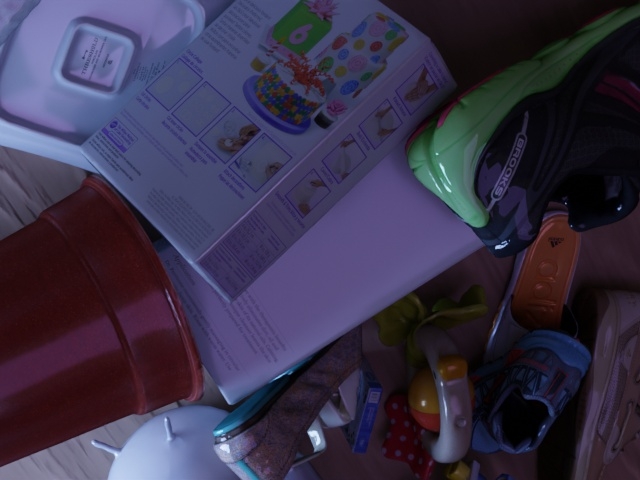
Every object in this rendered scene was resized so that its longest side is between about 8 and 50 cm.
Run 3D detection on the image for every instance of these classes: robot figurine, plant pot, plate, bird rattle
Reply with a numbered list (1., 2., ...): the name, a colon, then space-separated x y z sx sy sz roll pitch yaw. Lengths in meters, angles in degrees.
1. robot figurine: -0.116 0.335 1.946 0.300 0.199 0.353 -29 119 24
2. plant pot: -0.303 0.108 1.726 0.265 0.272 0.272 -27 118 -18
3. plate: -0.244 -0.203 1.766 0.278 0.045 0.277 17 108 -21
4. bird rattle: 0.127 0.182 1.944 0.143 0.207 0.253 1 109 -13

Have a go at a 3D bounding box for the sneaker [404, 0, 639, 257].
1. sneaker: 0.289 -0.121 1.773 0.483 0.185 0.202 -31 91 -35

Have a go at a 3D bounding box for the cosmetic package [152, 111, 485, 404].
1. cosmetic package: 0.000 0.000 1.831 0.366 0.155 0.197 -31 98 0

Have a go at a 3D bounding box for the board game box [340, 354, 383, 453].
1. board game box: 0.047 0.199 1.990 0.020 0.090 0.090 7 111 -18

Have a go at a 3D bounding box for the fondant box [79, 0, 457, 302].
1. fondant box: -0.057 -0.128 1.701 0.330 0.238 0.096 -44 141 -3

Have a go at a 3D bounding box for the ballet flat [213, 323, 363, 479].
1. ballet flat: -0.019 0.187 1.865 0.108 0.316 0.106 -29 99 39

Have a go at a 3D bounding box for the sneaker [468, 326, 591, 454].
1. sneaker: 0.224 0.206 1.969 0.104 0.125 0.262 30 143 -2

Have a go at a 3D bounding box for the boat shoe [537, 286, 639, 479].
1. boat shoe: 0.358 0.226 2.063 0.110 0.121 0.341 4 111 -15

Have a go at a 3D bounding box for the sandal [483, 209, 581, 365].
1. sandal: 0.270 0.095 2.008 0.102 0.076 0.265 2 113 -15

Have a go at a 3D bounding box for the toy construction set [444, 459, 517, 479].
1. toy construction set: 0.120 0.425 2.013 0.151 0.215 0.327 52 49 -13

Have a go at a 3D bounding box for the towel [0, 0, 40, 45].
1. towel: -0.458 -0.283 1.644 0.324 0.056 0.312 -44 107 8
